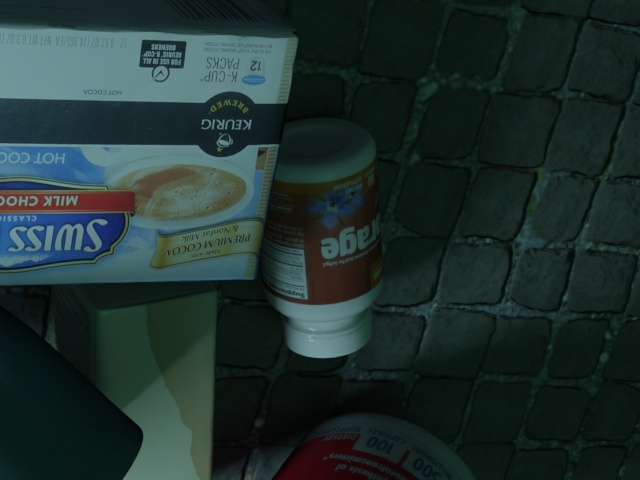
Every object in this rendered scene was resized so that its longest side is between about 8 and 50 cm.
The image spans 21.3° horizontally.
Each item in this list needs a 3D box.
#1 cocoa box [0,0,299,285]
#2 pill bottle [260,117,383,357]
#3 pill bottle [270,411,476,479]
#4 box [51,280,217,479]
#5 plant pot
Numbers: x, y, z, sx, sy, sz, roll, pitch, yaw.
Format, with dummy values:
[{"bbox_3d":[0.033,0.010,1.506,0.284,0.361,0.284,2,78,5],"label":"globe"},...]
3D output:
[{"bbox_3d":[-0.229,-0.107,1.410,0.347,0.231,0.228,-1,115,-26],"label":"cocoa box"},{"bbox_3d":[0.000,0.000,1.647,0.121,0.121,0.216,-16,121,-19],"label":"pill bottle"},{"bbox_3d":[-0.005,0.365,1.644,0.408,0.229,0.229,-50,141,-52],"label":"pill bottle"},{"bbox_3d":[-0.181,0.162,1.627,0.121,0.148,0.311,-9,120,-24],"label":"box"},{"bbox_3d":[-0.331,0.165,1.385,0.293,0.293,0.235,-40,100,-3],"label":"plant pot"}]
